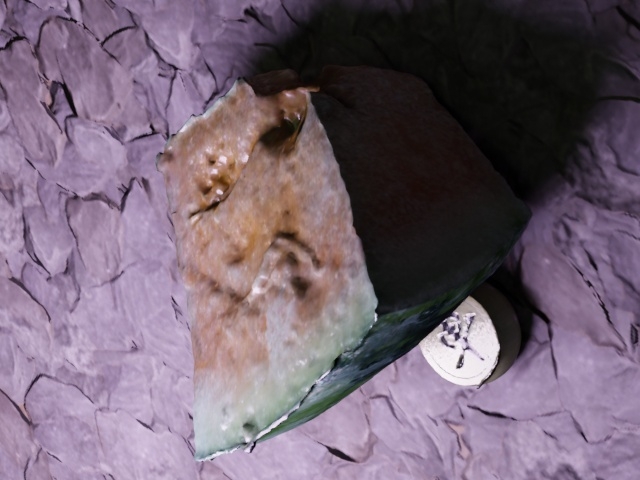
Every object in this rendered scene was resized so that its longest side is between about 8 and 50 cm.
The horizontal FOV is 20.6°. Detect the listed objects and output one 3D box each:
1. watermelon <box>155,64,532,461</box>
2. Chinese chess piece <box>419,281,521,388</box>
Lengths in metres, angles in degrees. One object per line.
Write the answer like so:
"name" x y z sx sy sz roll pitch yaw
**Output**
"watermelon" 0.013 0.008 1.297 0.264 0.151 0.302 -42 48 42
"Chinese chess piece" 0.110 0.069 1.320 0.084 0.034 0.084 17 116 37
